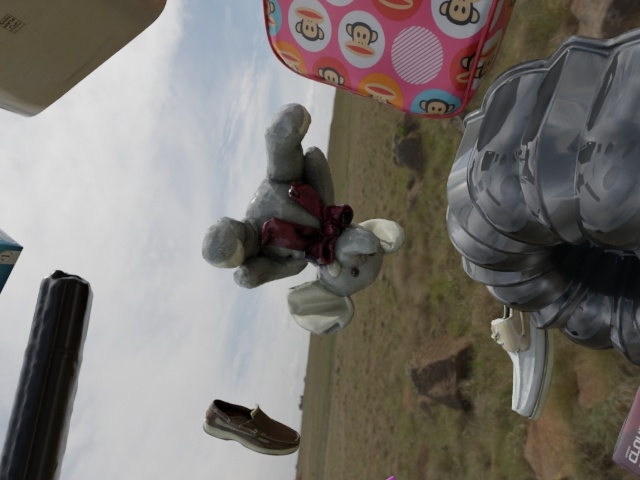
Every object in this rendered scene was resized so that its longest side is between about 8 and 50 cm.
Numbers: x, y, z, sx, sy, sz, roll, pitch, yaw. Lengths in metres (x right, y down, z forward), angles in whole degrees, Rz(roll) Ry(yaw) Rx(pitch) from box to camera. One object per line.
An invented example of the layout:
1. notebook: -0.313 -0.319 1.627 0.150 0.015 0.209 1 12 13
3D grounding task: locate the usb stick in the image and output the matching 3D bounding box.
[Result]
1. usb stick: -0.250 0.164 0.395 0.077 0.045 0.278 128 144 -60

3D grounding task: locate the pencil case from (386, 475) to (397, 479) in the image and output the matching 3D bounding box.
1. pencil case: 0.128 0.411 0.671 0.152 0.064 0.070 87 157 -71

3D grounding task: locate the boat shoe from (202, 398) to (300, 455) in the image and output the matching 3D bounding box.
1. boat shoe: -0.170 0.473 1.133 0.095 0.257 0.095 -96 21 -76

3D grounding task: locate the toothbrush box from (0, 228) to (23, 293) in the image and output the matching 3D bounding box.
1. toothbrush box: -0.832 0.066 0.916 0.216 0.126 0.295 -61 -18 5

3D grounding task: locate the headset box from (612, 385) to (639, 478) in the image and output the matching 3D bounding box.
1. headset box: 0.506 0.273 0.473 0.293 0.218 0.110 -151 79 -77

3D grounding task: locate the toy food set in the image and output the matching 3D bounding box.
1. toy food set: -0.353 -0.274 0.492 0.092 0.306 0.219 65 -164 14

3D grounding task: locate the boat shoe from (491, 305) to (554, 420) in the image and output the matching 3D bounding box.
1. boat shoe: 0.373 0.170 0.827 0.113 0.103 0.302 55 -135 -71

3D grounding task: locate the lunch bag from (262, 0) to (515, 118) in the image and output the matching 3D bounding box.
1. lunch bag: 0.068 -0.294 0.494 0.120 0.293 0.258 -54 -20 -29

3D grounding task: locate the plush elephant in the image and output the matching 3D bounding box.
1. plush elephant: 0.000 0.000 0.740 0.272 0.255 0.330 -63 -11 -18

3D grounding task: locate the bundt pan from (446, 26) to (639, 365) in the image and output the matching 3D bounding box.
1. bundt pan: 0.252 0.001 0.378 0.124 0.330 0.331 -56 -11 -18
